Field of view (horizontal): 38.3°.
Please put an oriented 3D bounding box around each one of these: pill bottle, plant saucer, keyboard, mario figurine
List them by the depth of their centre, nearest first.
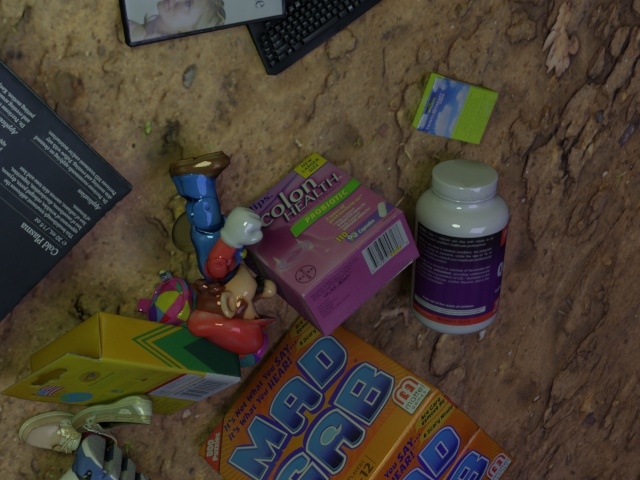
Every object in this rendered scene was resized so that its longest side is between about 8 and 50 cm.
[{"bbox_3d":[-0.132,0.020,1.440,0.198,0.170,0.320,-32,111,-70],"label":"mario figurine"},{"bbox_3d":[0.010,-0.417,1.451,0.317,0.033,0.201,-39,133,-15],"label":"keyboard"},{"bbox_3d":[-0.212,-0.020,1.519,0.083,0.015,0.083,-19,125,-29],"label":"plant saucer"},{"bbox_3d":[0.272,0.012,1.806,0.181,0.181,0.323,-19,126,-29],"label":"pill bottle"}]

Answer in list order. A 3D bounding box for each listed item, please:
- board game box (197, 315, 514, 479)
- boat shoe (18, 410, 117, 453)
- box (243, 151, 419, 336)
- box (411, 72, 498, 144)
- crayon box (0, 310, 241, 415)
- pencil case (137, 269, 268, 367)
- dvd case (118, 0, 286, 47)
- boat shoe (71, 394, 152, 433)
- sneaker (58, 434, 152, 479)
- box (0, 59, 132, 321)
[{"bbox_3d":[0.071,0.408,1.741,0.356,0.356,0.356,-53,135,-7],"label":"board game box"},{"bbox_3d":[-0.414,0.325,1.532,0.170,0.059,0.063,9,109,-41],"label":"boat shoe"},{"bbox_3d":[0.000,0.000,1.538,0.213,0.243,0.117,-40,136,-13],"label":"box"},{"bbox_3d":[0.248,-0.248,1.731,0.178,0.042,0.109,6,111,-40],"label":"box"},{"bbox_3d":[-0.310,0.197,1.452,0.202,0.081,0.318,-29,148,36],"label":"crayon box"},{"bbox_3d":[-0.193,0.141,1.577,0.236,0.104,0.104,35,91,-43],"label":"pencil case"},{"bbox_3d":[-0.168,-0.386,1.312,0.253,0.022,0.180,-17,122,-24],"label":"dvd case"},{"bbox_3d":[-0.336,0.289,1.481,0.153,0.048,0.056,-18,153,17],"label":"boat shoe"},{"bbox_3d":[-0.335,0.485,1.531,0.182,0.127,0.315,-42,102,6],"label":"sneaker"},{"bbox_3d":[-0.479,-0.085,1.154,0.312,0.179,0.343,-47,134,-8],"label":"box"}]
